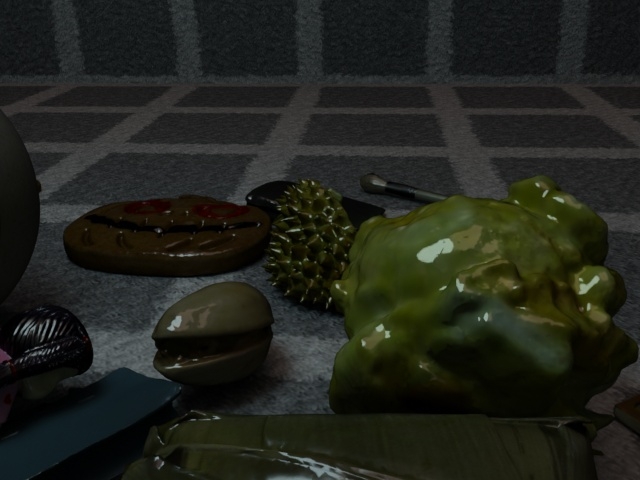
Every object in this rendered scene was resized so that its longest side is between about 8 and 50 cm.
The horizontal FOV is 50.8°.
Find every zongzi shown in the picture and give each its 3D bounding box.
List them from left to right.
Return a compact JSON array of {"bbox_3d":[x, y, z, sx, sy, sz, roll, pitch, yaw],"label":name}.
[{"bbox_3d":[-0.027,0.250,0.416,0.447,0.181,0.418,-1,23,7],"label":"zongzi"}]

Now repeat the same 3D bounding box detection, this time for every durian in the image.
[{"bbox_3d":[0.000,0.000,1.042,0.166,0.172,0.306,16,6,-25],"label":"durian"}]

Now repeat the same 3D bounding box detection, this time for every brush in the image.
[{"bbox_3d":[0.211,-0.097,1.391,0.299,0.039,0.042,15,70,31],"label":"brush"}]

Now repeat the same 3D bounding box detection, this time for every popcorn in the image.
[{"bbox_3d":[0.158,0.087,0.691,0.312,0.312,0.312,-1,23,0],"label":"popcorn"}]

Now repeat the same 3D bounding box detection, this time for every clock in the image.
[{"bbox_3d":[-0.362,0.140,0.728,0.195,0.100,0.194,-21,9,-40],"label":"clock"}]

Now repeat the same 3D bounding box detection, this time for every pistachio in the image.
[{"bbox_3d":[-0.124,0.110,0.802,0.124,0.124,0.185,16,14,34],"label":"pistachio"}]

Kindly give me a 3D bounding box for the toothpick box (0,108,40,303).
[{"bbox_3d":[-0.587,-0.029,0.773,0.409,0.409,0.425,8,21,21],"label":"toothpick box"}]

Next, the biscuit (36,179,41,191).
[{"bbox_3d":[-0.700,-0.122,1.500,0.175,0.026,0.124,19,30,39],"label":"biscuit"}]

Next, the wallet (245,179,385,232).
[{"bbox_3d":[-0.009,-0.063,1.313,0.245,0.052,0.168,16,24,21],"label":"wallet"}]

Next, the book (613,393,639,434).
[{"bbox_3d":[0.498,0.193,0.720,0.295,0.020,0.208,-12,25,-26],"label":"book"}]

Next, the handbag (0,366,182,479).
[{"bbox_3d":[-0.260,0.203,0.689,0.144,0.057,0.221,11,26,43],"label":"handbag"}]

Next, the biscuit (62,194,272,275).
[{"bbox_3d":[-0.266,-0.027,1.217,0.367,0.063,0.314,2,24,10],"label":"biscuit"}]
